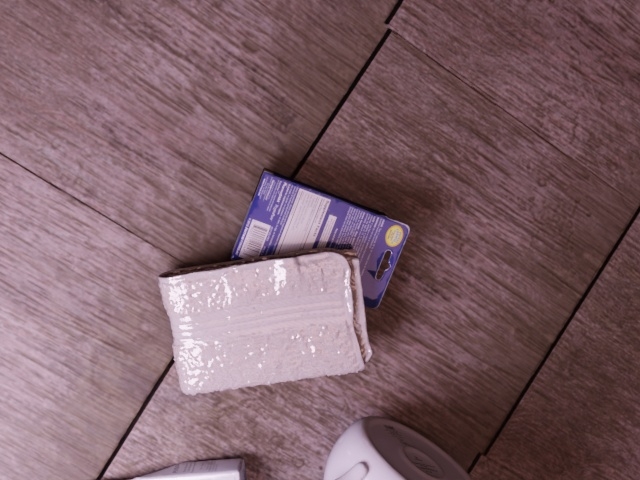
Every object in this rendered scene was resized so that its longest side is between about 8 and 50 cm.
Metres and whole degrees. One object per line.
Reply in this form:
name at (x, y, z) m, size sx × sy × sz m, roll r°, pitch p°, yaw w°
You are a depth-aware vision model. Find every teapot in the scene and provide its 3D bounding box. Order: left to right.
teapot at (0.093, 0.386, 1.646) m, size 0.256 × 0.252 × 0.187 m, roll 34°, pitch 102°, yaw -3°

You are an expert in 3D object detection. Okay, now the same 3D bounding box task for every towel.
towel at (-0.074, 0.114, 1.626) m, size 0.282 × 0.049 × 0.187 m, roll -9°, pitch 105°, yaw -2°

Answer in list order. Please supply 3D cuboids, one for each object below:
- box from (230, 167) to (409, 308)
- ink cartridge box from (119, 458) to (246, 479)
box at (0.000, 0.000, 1.648) m, size 0.225 × 0.036 × 0.136 m, roll 21°, pitch 99°, yaw -8°
ink cartridge box at (-0.217, 0.418, 1.668) m, size 0.232 × 0.066 × 0.189 m, roll -4°, pitch 99°, yaw 7°
